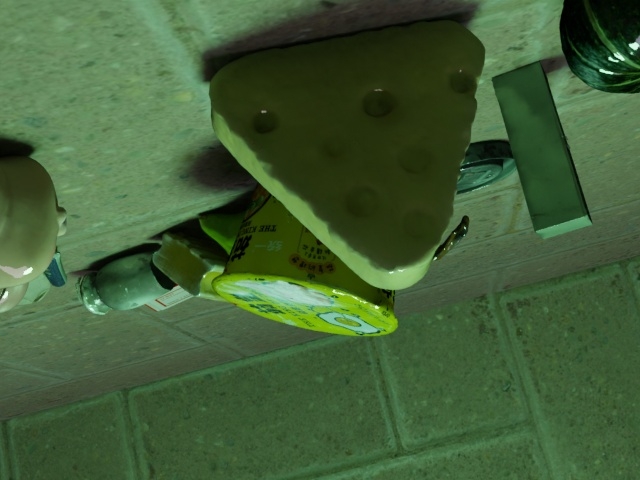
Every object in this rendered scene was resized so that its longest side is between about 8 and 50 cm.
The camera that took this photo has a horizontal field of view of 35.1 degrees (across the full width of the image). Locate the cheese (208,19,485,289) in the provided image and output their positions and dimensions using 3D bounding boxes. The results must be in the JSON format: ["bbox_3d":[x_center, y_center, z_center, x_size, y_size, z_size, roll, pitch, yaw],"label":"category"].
[{"bbox_3d":[0.066,-0.106,1.357,0.383,0.384,0.104,-12,161,-8],"label":"cheese"}]

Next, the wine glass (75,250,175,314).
[{"bbox_3d":[-0.406,0.089,2.143,0.204,0.111,0.111,-19,165,26],"label":"wine glass"}]

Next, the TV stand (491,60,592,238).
[{"bbox_3d":[0.359,-0.146,1.644,0.088,0.270,0.083,-17,165,19],"label":"TV stand"}]

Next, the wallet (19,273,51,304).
[{"bbox_3d":[-0.678,0.081,1.964,0.335,0.068,0.275,-7,162,-1],"label":"wallet"}]

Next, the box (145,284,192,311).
[{"bbox_3d":[-0.293,0.088,2.294,0.229,0.050,0.123,-24,161,2],"label":"box"}]

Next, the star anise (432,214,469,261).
[{"bbox_3d":[0.145,-0.048,2.016,0.346,0.148,0.237,9,169,34],"label":"star anise"}]

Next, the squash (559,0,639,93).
[{"bbox_3d":[0.447,-0.298,1.355,0.252,0.165,0.252,-10,166,-2],"label":"squash"}]

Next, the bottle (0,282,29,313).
[{"bbox_3d":[-0.611,0.040,1.665,0.206,0.173,0.297,-55,152,14],"label":"bottle"}]

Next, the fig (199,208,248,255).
[{"bbox_3d":[-0.108,0.005,1.975,0.275,0.206,0.206,12,165,1],"label":"fig"}]

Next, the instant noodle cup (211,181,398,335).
[{"bbox_3d":[0.000,0.000,1.734,0.325,0.254,0.325,13,163,4],"label":"instant noodle cup"}]

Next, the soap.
[{"bbox_3d":[-0.193,0.064,2.097,0.274,0.173,0.089,15,106,-51],"label":"soap"}]

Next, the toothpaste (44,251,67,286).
[{"bbox_3d":[-0.540,0.057,2.048,0.057,0.035,0.197,-3,160,-6],"label":"toothpaste"}]

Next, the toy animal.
[{"bbox_3d":[-0.519,-0.027,1.415,0.326,0.237,0.269,-3,154,-23],"label":"toy animal"}]

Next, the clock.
[{"bbox_3d":[0.294,-0.143,2.061,0.214,0.042,0.215,-13,166,-3],"label":"clock"}]
